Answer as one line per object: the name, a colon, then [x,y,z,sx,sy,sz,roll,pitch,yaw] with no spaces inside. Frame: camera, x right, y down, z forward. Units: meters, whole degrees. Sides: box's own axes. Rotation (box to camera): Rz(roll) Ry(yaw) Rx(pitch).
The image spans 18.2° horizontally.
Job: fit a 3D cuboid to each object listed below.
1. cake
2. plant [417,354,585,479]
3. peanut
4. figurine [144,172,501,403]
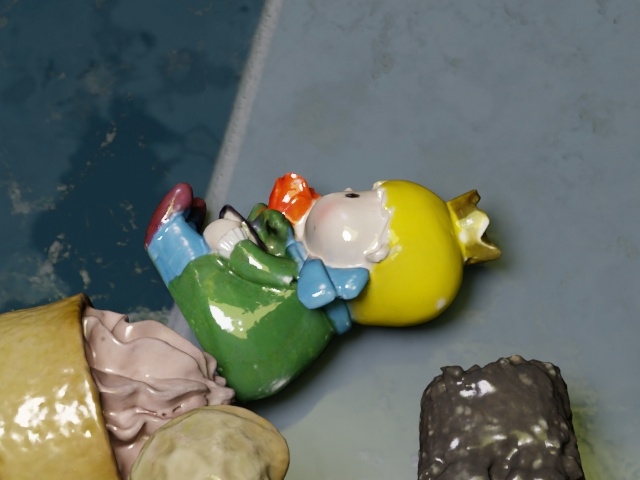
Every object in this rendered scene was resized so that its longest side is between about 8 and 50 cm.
cake: [-0.149,0.130,1.410,0.178,0.207,0.185,-9,58,-9]
plant: [0.124,0.190,1.396,0.142,0.131,0.203,-7,71,-2]
peanut: [-0.115,0.238,1.273,0.136,0.120,0.298,31,74,4]
figurine: [0.002,0.001,1.486,0.234,0.127,0.185,-34,63,2]
